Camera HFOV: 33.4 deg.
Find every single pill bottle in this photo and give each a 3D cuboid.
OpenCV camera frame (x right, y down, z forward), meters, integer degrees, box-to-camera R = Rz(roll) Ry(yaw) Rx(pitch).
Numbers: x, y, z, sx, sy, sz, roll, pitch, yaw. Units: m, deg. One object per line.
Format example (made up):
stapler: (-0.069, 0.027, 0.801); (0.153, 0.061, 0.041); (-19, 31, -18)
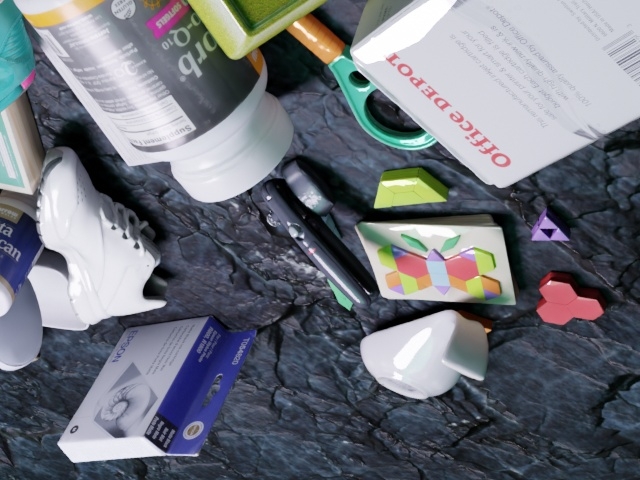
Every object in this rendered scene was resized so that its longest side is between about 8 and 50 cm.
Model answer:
pill bottle: (-0.399, 0.005, 1.338); (0.094, 0.169, 0.094); (11, 141, 9)
pill bottle: (-0.150, -0.178, 1.025); (0.162, 0.162, 0.278); (-11, 133, 33)

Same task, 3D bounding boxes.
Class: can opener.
can opener: (0.000, 0.000, 1.204); (0.073, 0.059, 0.186); (-34, 90, 45)

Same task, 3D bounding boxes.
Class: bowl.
bowl: (-0.389, 0.061, 1.494); (0.141, 0.053, 0.142); (7, 139, 16)

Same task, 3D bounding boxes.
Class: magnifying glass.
magnifying glass: (0.033, -0.170, 1.064); (0.231, 0.026, 0.092); (39, 138, -21)

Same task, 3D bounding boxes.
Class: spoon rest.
spoon rest: (0.137, 0.142, 1.329); (0.137, 0.084, 0.276); (26, 162, -10)

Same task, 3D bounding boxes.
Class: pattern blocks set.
pattern blocks set: (0.140, 0.026, 1.247); (0.324, 0.026, 0.285); (-10, 132, 33)

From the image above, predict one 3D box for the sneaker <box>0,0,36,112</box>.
sneaker: (-0.407, -0.181, 1.088); (0.295, 0.124, 0.178); (2, 132, 26)

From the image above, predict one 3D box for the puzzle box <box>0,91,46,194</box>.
puzzle box: (-0.478, -0.228, 1.193); (0.272, 0.052, 0.409); (11, 141, 10)

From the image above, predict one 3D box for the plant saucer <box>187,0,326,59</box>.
plant saucer: (-0.044, -0.263, 0.897); (0.188, 0.045, 0.188); (-32, 125, 7)

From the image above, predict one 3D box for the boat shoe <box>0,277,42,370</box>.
boat shoe: (-0.478, 0.042, 1.394); (0.105, 0.113, 0.306); (-32, 95, 43)

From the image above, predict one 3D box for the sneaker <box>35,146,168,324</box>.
sneaker: (-0.273, -0.010, 1.343); (0.129, 0.111, 0.297); (-5, 141, 5)

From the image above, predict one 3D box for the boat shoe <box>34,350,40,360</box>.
boat shoe: (-0.522, 0.122, 1.513); (0.098, 0.109, 0.302); (-36, 149, 11)

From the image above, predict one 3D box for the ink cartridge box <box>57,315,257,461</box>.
ink cartridge box: (-0.219, 0.197, 1.445); (0.223, 0.223, 0.045); (-10, 127, 32)

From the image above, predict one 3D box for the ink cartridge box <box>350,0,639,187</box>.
ink cartridge box: (0.195, -0.193, 0.892); (0.207, 0.117, 0.283); (38, 138, -22)

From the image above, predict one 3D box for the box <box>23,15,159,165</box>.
box: (-0.247, -0.215, 1.101); (0.067, 0.063, 0.324); (-6, 134, 31)
